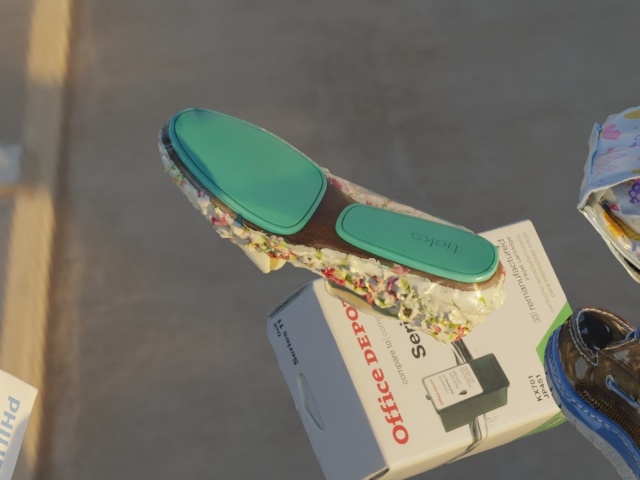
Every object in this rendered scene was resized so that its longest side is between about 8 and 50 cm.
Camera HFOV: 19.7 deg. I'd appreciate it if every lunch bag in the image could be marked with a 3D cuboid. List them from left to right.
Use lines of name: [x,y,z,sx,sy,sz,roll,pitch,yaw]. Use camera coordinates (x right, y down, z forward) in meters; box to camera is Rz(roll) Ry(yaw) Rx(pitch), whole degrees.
lunch bag: [0.137,-0.014,0.684,0.083,0.053,0.071,21,28,2]

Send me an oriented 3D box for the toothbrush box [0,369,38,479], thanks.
toothbrush box: [-0.333,0.131,1.063,0.126,0.295,0.216,-9,59,41]

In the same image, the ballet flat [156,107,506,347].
ballet flat: [0.000,0.000,1.153,0.241,0.077,0.091,27,45,11]

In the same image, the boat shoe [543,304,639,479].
boat shoe: [0.161,0.073,0.841,0.066,0.066,0.183,9,26,-23]

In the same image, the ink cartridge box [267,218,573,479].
ink cartridge box: [0.085,0.086,1.362,0.208,0.087,0.153,-16,76,-31]
